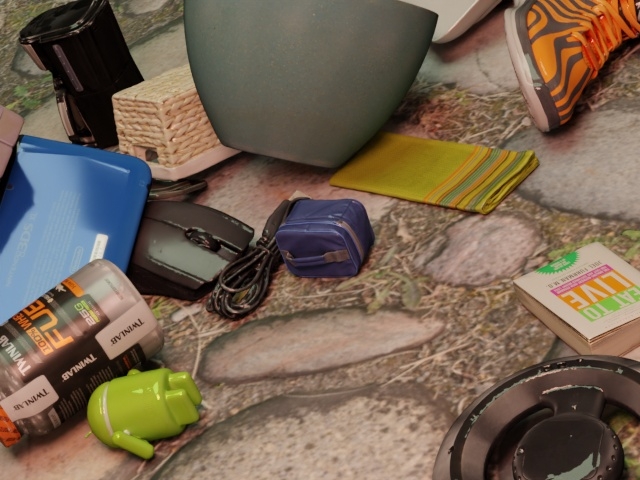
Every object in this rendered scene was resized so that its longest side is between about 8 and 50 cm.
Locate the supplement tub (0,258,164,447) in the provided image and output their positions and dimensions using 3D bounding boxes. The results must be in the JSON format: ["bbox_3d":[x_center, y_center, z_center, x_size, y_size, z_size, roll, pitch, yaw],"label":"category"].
[{"bbox_3d":[-0.260,0.114,1.641,0.190,0.117,0.117,-37,33,-16],"label":"supplement tub"}]

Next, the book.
[{"bbox_3d":[0.254,0.055,1.520,0.096,0.035,0.144,-26,29,-12],"label":"book"}]

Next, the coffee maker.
[{"bbox_3d":[-0.284,-0.226,2.165,0.171,0.178,0.120,-21,31,4],"label":"coffee maker"}]

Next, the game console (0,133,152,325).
[{"bbox_3d":[-0.336,0.047,1.834,0.250,0.173,0.293,11,62,1],"label":"game console"}]

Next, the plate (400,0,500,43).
[{"bbox_3d":[0.211,-0.375,2.129,0.278,0.045,0.277,-44,27,4],"label":"plate"}]

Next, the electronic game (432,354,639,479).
[{"bbox_3d":[0.201,0.181,1.336,0.229,0.048,0.229,-15,39,13],"label":"electronic game"}]

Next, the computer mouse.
[{"bbox_3d":[-0.150,-0.001,1.830,0.272,0.072,0.188,2,40,36],"label":"computer mouse"}]

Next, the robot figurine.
[{"bbox_3d":[-0.174,0.162,1.596,0.115,0.067,0.101,-14,37,15],"label":"robot figurine"}]

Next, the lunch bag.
[{"bbox_3d":[0.000,0.000,1.733,0.098,0.067,0.065,-2,36,30],"label":"lunch bag"}]

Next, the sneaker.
[{"bbox_3d":[0.308,-0.242,1.852,0.180,0.124,0.321,-13,32,18],"label":"sneaker"}]

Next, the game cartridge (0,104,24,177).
[{"bbox_3d":[-0.444,-0.029,1.867,0.355,0.068,0.230,-12,60,63],"label":"game cartridge"}]

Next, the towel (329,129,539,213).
[{"bbox_3d":[0.121,-0.079,1.823,0.237,0.021,0.102,13,45,45],"label":"towel"}]

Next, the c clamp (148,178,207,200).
[{"bbox_3d":[-0.207,-0.059,1.961,0.137,0.022,0.161,0,8,9],"label":"c clamp"}]

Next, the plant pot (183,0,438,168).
[{"bbox_3d":[-0.029,-0.190,1.873,0.290,0.195,0.290,12,4,-1],"label":"plant pot"}]

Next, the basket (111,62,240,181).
[{"bbox_3d":[-0.157,-0.151,2.002,0.167,0.103,0.113,-28,25,-37],"label":"basket"}]
